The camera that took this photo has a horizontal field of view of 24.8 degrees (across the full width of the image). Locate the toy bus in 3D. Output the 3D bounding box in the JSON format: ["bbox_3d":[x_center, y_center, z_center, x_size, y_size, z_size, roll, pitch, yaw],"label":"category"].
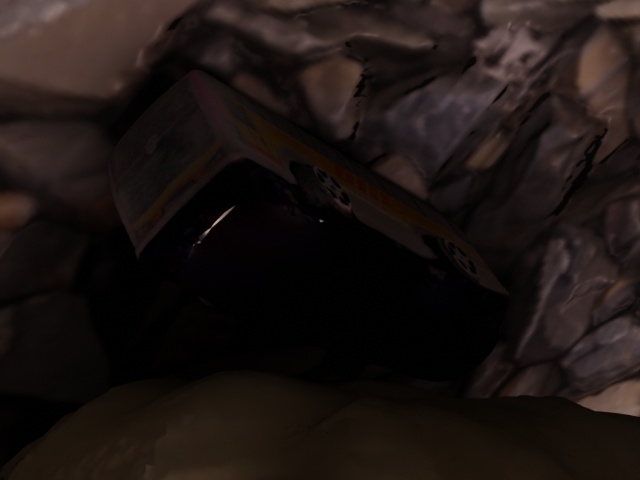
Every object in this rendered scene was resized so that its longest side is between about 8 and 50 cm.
[{"bbox_3d":[0.000,0.000,0.509,0.057,0.072,0.172,-44,141,16],"label":"toy bus"}]

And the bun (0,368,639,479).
[{"bbox_3d":[0.029,0.154,0.535,0.360,0.360,0.211,32,67,-48],"label":"bun"}]
